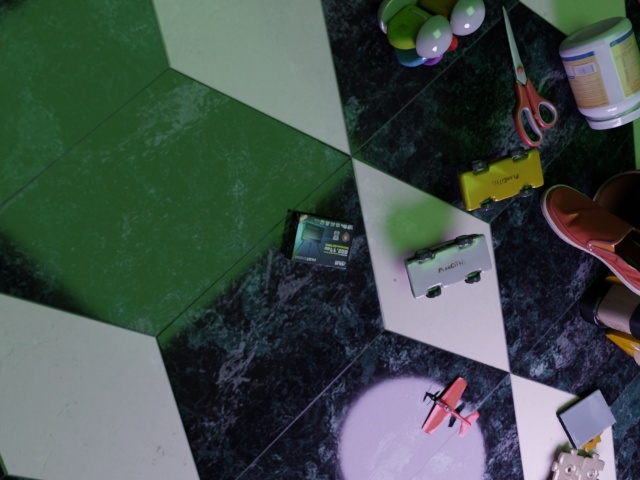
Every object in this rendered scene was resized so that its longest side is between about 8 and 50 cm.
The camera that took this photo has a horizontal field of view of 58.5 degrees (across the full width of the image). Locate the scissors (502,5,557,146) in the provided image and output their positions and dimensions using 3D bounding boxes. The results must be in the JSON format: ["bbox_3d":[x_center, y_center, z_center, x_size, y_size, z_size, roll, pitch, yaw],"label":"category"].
[{"bbox_3d":[0.423,-0.341,1.220,0.109,0.021,0.297,-40,113,-9],"label":"scissors"}]

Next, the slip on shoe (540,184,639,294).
[{"bbox_3d":[0.633,-0.012,1.253,0.123,0.101,0.331,-41,74,-14],"label":"slip on shoe"}]

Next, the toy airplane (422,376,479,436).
[{"bbox_3d":[0.300,0.393,1.299,0.151,0.028,0.151,-4,102,-20],"label":"toy airplane"}]

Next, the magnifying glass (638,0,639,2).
[{"bbox_3d":[0.766,-0.539,1.323,0.231,0.026,0.092,41,83,-22],"label":"magnifying glass"}]

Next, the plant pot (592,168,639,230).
[{"bbox_3d":[0.796,-0.083,1.337,0.230,0.215,0.216,-21,107,-33],"label":"plant pot"}]

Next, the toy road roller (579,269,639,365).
[{"bbox_3d":[0.826,0.168,1.377,0.329,0.202,0.241,38,84,-22],"label":"toy road roller"}]

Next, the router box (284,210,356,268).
[{"bbox_3d":[0.000,0.000,1.100,0.122,0.038,0.092,9,97,-23],"label":"router box"}]

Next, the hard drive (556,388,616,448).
[{"bbox_3d":[0.673,0.451,1.449,0.135,0.022,0.094,-26,87,-16],"label":"hard drive"}]

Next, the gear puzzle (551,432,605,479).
[{"bbox_3d":[0.643,0.617,1.477,0.175,0.044,0.339,18,90,-22],"label":"gear puzzle"}]

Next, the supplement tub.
[{"bbox_3d":[0.612,-0.357,1.227,0.144,0.144,0.200,-34,110,-13],"label":"supplement tub"}]

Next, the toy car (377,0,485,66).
[{"bbox_3d":[0.205,-0.397,1.071,0.182,0.159,0.136,-37,147,-12],"label":"toy car"}]

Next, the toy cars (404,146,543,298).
[{"bbox_3d":[0.309,-0.041,1.198,0.176,0.087,0.394,32,90,-19],"label":"toy cars"}]
